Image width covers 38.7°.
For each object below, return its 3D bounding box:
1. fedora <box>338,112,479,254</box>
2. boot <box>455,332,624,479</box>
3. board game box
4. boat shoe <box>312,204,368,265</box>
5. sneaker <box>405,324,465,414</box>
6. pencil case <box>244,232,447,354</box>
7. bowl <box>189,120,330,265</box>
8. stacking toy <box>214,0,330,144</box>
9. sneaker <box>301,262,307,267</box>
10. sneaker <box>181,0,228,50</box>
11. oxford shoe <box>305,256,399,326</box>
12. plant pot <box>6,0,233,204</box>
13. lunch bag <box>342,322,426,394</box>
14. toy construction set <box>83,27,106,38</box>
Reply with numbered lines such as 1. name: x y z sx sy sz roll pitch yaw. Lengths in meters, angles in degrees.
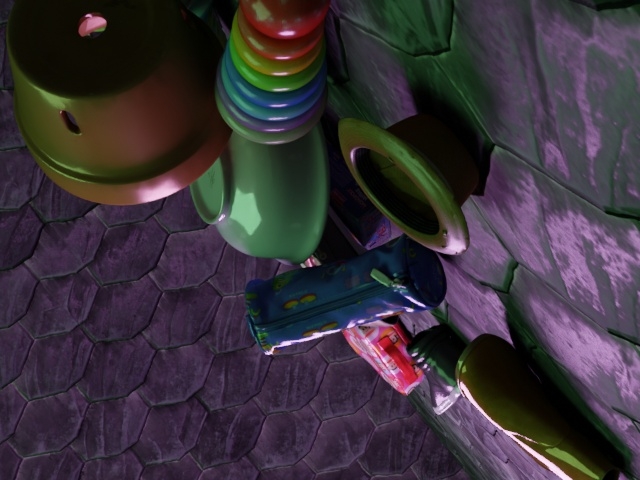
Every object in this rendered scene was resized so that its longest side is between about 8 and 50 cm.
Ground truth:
1. fedora: 0.101 -0.072 0.924 0.194 0.079 0.194 46 168 13
2. boot: 0.319 0.257 1.282 0.211 0.104 0.295 38 172 43
3. board game box: 0.045 -0.063 1.485 0.194 0.060 0.194 47 172 31
4. boat shoe: 0.000 -0.001 1.461 0.305 0.091 0.109 50 174 10
5. sneaker: 0.237 0.248 1.789 0.147 0.105 0.295 51 168 16
6. pencil case: 0.031 0.077 1.334 0.133 0.306 0.119 -21 -88 -67
7. bowl: -0.112 -0.102 1.367 0.298 0.134 0.297 24 118 57
8. stacking toy: -0.050 -0.212 0.985 0.141 0.141 0.330 50 170 5
9. sneaker: -0.057 -0.024 2.087 0.384 0.145 0.147 50 174 17
10. sneaker: -0.167 -0.307 1.413 0.208 0.127 0.319 21 158 -18
11. oxford shoe: 0.068 0.033 1.767 0.147 0.140 0.397 12 150 26
12. plant pot: -0.261 -0.215 1.140 0.291 0.291 0.203 49 169 18
13. lunch bag: 0.154 0.256 2.325 0.293 0.120 0.258 55 172 -34
14. toy construction set: -0.454 -0.500 1.694 0.151 0.215 0.327 -46 -52 -67
